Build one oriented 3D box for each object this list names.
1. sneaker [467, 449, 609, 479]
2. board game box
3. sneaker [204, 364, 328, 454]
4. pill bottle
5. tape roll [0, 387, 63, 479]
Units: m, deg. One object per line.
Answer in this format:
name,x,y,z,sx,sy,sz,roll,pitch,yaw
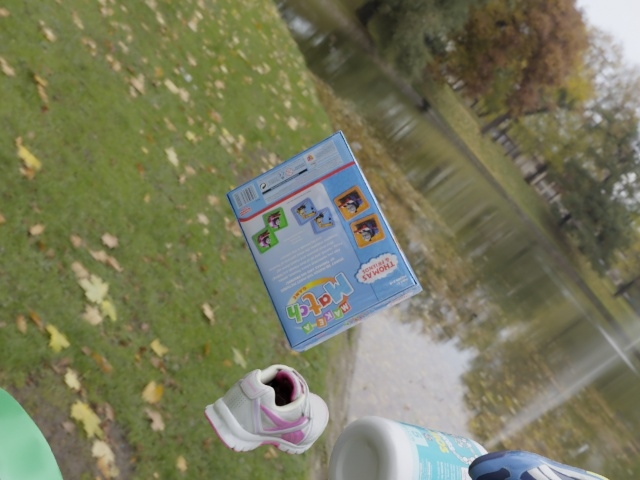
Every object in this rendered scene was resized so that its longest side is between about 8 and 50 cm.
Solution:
sneaker,0.213,0.246,0.787,0.144,0.053,0.059,13,49,8
board game box,0.000,0.000,0.944,0.211,0.160,0.039,66,9,22
sneaker,-0.052,0.247,1.210,0.103,0.111,0.252,50,17,27
pill bottle,0.151,0.343,1.160,0.264,0.146,0.146,21,28,-34
tape roll,-0.438,0.329,0.998,0.321,0.321,0.077,54,31,15
